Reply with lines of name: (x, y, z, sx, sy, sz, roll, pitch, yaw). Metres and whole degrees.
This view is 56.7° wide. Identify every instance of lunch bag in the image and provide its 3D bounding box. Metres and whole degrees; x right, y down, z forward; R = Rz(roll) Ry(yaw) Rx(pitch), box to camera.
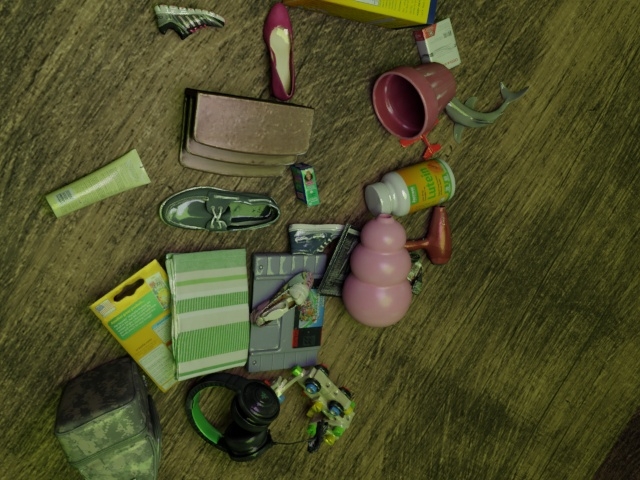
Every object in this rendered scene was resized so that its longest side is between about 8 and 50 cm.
lunch bag: (-0.511, 0.475, 1.489, 0.212, 0.305, 0.256, -21, 108, -15)

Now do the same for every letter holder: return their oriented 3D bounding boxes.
letter holder: (-0.193, -0.257, 1.516, 0.302, 0.152, 0.214, 3, 105, -25)

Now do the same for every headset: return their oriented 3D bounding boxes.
headset: (-0.180, 0.497, 1.672, 0.394, 0.185, 0.243, 20, 117, 11)

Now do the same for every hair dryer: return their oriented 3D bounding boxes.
hair dryer: (0.317, 0.018, 1.864, 0.223, 0.080, 0.293, 36, 87, -27)

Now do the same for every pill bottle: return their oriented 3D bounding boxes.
pill bottle: (0.262, -0.150, 1.760, 0.246, 0.136, 0.136, -19, 111, -19)

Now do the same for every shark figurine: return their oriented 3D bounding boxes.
shark figurine: (0.512, -0.388, 1.826, 0.278, 0.116, 0.166, -14, 111, -19)

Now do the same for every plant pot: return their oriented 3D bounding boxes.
plant pot: (0.277, -0.412, 1.677, 0.180, 0.201, 0.201, -36, 117, -29)

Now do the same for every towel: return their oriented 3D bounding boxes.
towel: (-0.294, 0.189, 1.579, 0.248, 0.038, 0.325, -3, 90, -44)

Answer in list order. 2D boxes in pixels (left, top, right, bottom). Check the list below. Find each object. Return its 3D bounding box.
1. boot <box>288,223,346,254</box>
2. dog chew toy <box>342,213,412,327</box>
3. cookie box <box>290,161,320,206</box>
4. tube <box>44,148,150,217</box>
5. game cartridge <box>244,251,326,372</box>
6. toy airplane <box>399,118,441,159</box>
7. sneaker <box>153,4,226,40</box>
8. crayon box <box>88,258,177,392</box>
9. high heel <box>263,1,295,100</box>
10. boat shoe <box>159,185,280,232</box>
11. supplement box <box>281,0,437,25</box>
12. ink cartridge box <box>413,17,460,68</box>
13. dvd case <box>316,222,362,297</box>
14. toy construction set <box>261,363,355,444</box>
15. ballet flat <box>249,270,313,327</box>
boot: (0.000, 0.000, 1.709, 0.190, 0.069, 0.086, 0, 80, -16)
dog chew toy: (0.171, 0.083, 1.723, 0.206, 0.206, 0.332, -7, 115, -23)
cookie box: (-0.043, -0.155, 1.645, 0.040, 0.092, 0.107, -18, 110, -17)
tube: (-0.541, -0.132, 1.446, 0.240, 0.062, 0.070, -30, 158, -20)
game cartridge: (-0.098, 0.208, 1.740, 0.230, 0.068, 0.355, 0, 104, -20)
toy airplane: (0.314, -0.311, 1.801, 0.151, 0.028, 0.151, -7, 106, -24)
sneaker: (-0.316, -0.521, 1.436, 0.170, 0.063, 0.075, 0, 104, -20)
crayon box: (-0.431, 0.218, 1.573, 0.203, 0.083, 0.323, -37, 117, -12)
high heel: (-0.096, -0.482, 1.515, 0.082, 0.117, 0.244, 2, 103, -25)
boat shoe: (-0.257, -0.078, 1.562, 0.319, 0.099, 0.116, -2, 105, -24)
supplement box: (0.107, -0.673, 1.513, 0.356, 0.195, 0.194, 2, 103, -26)
ink cartridge box: (0.339, -0.563, 1.727, 0.099, 0.056, 0.135, -28, 113, -15)
dvd case: (0.071, 0.063, 1.749, 0.164, 0.018, 0.221, 16, 99, -63)
toy construction set: (-0.028, 0.482, 1.791, 0.328, 0.215, 0.151, 36, 48, -23)
ballet flat: (-0.097, 0.172, 1.654, 0.221, 0.079, 0.077, -36, 115, -12)
